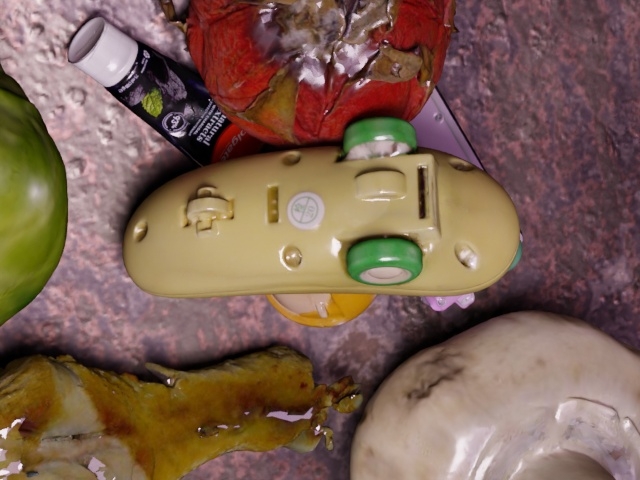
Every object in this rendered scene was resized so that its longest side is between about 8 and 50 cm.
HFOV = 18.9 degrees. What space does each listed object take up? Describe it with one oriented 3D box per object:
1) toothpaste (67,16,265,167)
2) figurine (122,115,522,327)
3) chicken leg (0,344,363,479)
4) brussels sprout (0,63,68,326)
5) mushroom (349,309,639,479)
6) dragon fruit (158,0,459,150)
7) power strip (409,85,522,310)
[{"bbox_3d":[-0.118,-0.114,1.568,0.193,0.045,0.071,37,91,-34],"label":"toothpaste"},{"bbox_3d":[0.000,0.000,1.569,0.324,0.222,0.124,-6,72,11],"label":"figurine"},{"bbox_3d":[-0.166,0.170,1.596,0.429,0.153,0.201,-12,124,-26],"label":"chicken leg"},{"bbox_3d":[-0.351,-0.046,1.341,0.281,0.289,0.354,-43,159,5],"label":"brussels sprout"},{"bbox_3d":[0.193,0.226,1.643,0.314,0.336,0.314,-4,110,-12],"label":"mushroom"},{"bbox_3d":[0.007,-0.173,1.507,0.218,0.148,0.224,-42,100,-3],"label":"dragon fruit"},{"bbox_3d":[0.076,-0.066,1.663,0.109,0.037,0.279,-37,117,-8],"label":"power strip"}]
